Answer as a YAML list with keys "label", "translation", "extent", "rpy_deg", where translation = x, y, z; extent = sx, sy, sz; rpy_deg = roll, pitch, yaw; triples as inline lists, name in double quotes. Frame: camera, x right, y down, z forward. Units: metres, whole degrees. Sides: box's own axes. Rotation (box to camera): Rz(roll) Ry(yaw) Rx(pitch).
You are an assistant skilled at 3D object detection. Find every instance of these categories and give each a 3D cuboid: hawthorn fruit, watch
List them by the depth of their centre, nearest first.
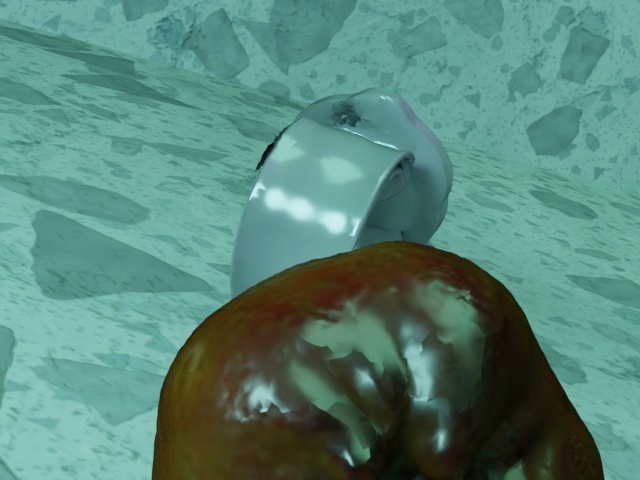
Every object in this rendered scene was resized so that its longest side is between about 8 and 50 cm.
- label: "hawthorn fruit"
  translation: [0.016, 0.108, 0.597]
  extent: [0.224, 0.224, 0.261]
  rpy_deg: [13, 0, -17]
- label: "watch"
  translation: [0.000, 0.000, 1.053]
  extent: [0.210, 0.248, 0.217]
  rpy_deg: [23, 42, 15]
